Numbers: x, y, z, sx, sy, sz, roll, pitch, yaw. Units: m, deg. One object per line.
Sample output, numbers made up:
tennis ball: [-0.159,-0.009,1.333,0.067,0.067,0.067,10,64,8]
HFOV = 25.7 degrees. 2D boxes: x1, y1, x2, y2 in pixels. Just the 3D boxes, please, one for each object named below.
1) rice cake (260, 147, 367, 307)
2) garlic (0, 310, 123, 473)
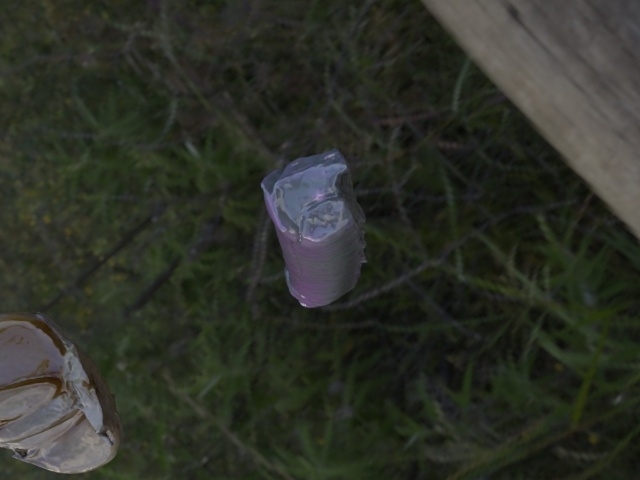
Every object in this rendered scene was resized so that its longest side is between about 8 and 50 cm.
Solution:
rice cake: [0.000,-0.001,0.804,0.270,0.055,0.049,90,171,-80]
garlic: [-0.170,0.094,0.843,0.094,0.074,0.113,-29,96,15]
